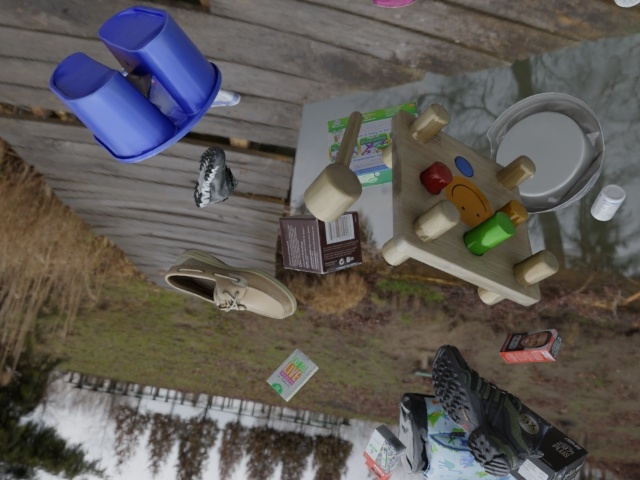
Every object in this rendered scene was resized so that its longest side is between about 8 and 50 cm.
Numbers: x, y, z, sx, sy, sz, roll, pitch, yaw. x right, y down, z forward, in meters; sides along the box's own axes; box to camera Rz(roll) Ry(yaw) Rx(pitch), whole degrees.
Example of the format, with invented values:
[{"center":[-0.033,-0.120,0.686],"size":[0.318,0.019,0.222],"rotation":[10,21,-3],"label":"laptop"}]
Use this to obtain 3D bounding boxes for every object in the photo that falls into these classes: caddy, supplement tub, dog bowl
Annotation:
[{"center":[-0.320,-0.268,0.928],"size":[0.341,0.241,0.179],"rotation":[34,169,46],"label":"caddy"},{"center":[0.900,-0.119,1.630],"size":[0.070,0.071,0.107],"rotation":[7,150,11],"label":"supplement tub"},{"center":[0.642,-0.241,1.503],"size":[0.348,0.349,0.102],"rotation":[-5,167,44],"label":"dog bowl"}]

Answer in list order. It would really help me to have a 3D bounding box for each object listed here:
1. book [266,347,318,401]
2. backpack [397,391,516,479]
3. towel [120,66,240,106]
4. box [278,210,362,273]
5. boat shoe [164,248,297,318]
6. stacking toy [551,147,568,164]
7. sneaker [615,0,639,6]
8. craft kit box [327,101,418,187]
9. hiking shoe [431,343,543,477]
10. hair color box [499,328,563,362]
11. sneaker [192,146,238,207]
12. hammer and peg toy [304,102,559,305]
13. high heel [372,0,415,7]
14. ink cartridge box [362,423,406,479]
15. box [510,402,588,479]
[{"center":[-0.091,0.431,1.675],"size":[0.096,0.144,0.035],"rotation":[36,164,31],"label":"book"},{"center":[0.420,0.561,1.468],"size":[0.355,0.273,0.290],"rotation":[-8,128,-9],"label":"backpack"},{"center":[-0.377,-0.417,1.403],"size":[0.284,0.034,0.209],"rotation":[11,-176,-34],"label":"towel"},{"center":[0.000,0.000,1.623],"size":[0.168,0.167,0.203],"rotation":[-12,-171,-37],"label":"box"},{"center":[-0.227,0.131,1.312],"size":[0.341,0.110,0.122],"rotation":[18,130,15],"label":"boat shoe"},{"center":[0.674,-0.245,1.591],"size":[0.141,0.141,0.330],"rotation":[13,-170,-10],"label":"stacking toy"},{"center":[0.911,-0.845,1.467],"size":[0.126,0.128,0.321],"rotation":[13,139,10],"label":"sneaker"},{"center":[0.144,-0.248,1.369],"size":[0.249,0.247,0.061],"rotation":[-10,141,12],"label":"craft kit box"},{"center":[0.278,0.279,0.891],"size":[0.114,0.227,0.086],"rotation":[-7,146,-28],"label":"hiking shoe"},{"center":[0.533,0.269,1.319],"size":[0.043,0.072,0.141],"rotation":[50,145,-12],"label":"hair color box"},{"center":[-0.263,-0.168,1.359],"size":[0.106,0.078,0.234],"rotation":[-8,154,-27],"label":"sneaker"},{"center":[0.167,-0.077,0.748],"size":[0.361,0.266,0.127],"rotation":[23,141,-22],"label":"hammer and peg toy"},{"center":[0.241,-0.656,1.277],"size":[0.243,0.082,0.117],"rotation":[-6,137,18],"label":"high heel"},{"center":[0.116,0.420,1.004],"size":[0.029,0.115,0.063],"rotation":[-9,-143,-44],"label":"ink cartridge box"},{"center":[0.446,0.442,1.116],"size":[0.147,0.078,0.180],"rotation":[-1,-155,-39],"label":"box"}]
